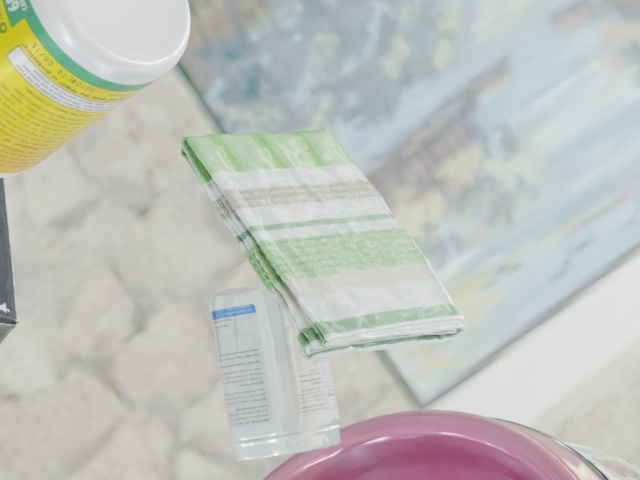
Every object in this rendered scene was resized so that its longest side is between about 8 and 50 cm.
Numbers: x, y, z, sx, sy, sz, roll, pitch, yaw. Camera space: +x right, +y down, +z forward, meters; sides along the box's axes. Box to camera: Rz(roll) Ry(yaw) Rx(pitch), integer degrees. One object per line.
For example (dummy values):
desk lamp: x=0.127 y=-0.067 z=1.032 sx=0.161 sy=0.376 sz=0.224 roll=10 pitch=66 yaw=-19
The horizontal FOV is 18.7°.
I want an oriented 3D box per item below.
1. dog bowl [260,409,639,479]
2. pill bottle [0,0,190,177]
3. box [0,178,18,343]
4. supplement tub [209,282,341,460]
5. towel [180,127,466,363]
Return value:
dog bowl: x=0.067 y=0.288 z=1.242 sx=0.408 sy=0.150 sz=0.408 roll=-19 pitch=-128 yaw=26
pill bottle: x=-0.187 y=-0.109 z=1.199 sx=0.208 sy=0.117 sz=0.117 roll=-29 pitch=-174 yaw=39
box: x=-0.316 y=-0.021 z=1.486 sx=0.103 sy=0.261 sz=0.184 roll=5 pitch=152 yaw=-30
supplement tub: x=-0.028 y=0.080 z=1.222 sx=0.071 sy=0.107 sz=0.071 roll=-8 pitch=177 yaw=0
towel: x=0.000 y=0.000 z=1.045 sx=0.113 sy=0.152 sz=0.023 roll=-4 pitch=139 yaw=-42
